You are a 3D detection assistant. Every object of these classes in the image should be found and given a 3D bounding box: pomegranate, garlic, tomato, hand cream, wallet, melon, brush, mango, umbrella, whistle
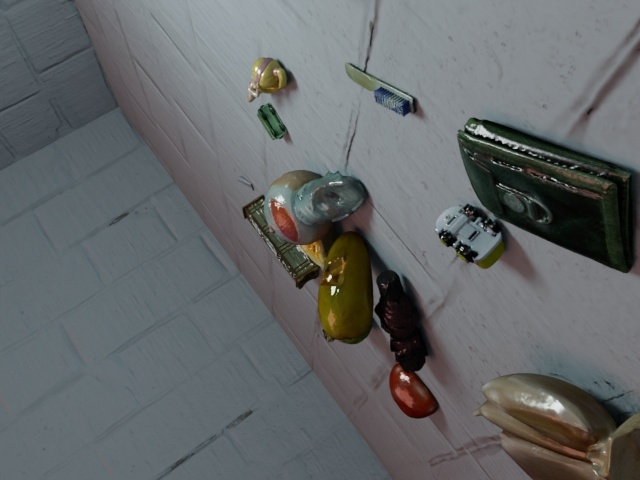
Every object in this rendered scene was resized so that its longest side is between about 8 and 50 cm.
[{"bbox_3d":[0.076,0.232,1.824,0.143,0.122,0.169,43,-165,26],"label":"pomegranate"},{"bbox_3d":[0.409,0.333,1.028,0.279,0.132,0.325,60,162,-12],"label":"garlic"},{"bbox_3d":[0.251,0.446,1.821,0.174,0.082,0.166,50,164,14],"label":"tomato"},{"bbox_3d":[-0.258,-0.201,2.177,0.093,0.019,0.030,33,151,40],"label":"hand cream"},{"bbox_3d":[0.278,-0.057,0.791,0.236,0.055,0.160,38,163,47],"label":"wallet"},{"bbox_3d":[0.000,0.000,1.651,0.160,0.079,0.128,19,130,58],"label":"melon"},{"bbox_3d":[0.089,-0.244,1.023,0.178,0.030,0.033,42,169,41],"label":"brush"},{"bbox_3d":[0.061,0.105,1.475,0.167,0.130,0.262,77,-164,-56],"label":"mango"},{"bbox_3d":[0.189,0.200,1.496,0.090,0.094,0.326,28,150,45],"label":"umbrella"},{"bbox_3d":[-0.022,-0.081,1.453,0.189,0.189,0.348,59,153,-10],"label":"whistle"}]

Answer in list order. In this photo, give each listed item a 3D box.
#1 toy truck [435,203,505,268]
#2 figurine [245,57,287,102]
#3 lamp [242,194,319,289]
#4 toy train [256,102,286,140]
[{"bbox_3d":[0.236,-0.005,0.996,0.111,0.076,0.077,44,180,40],"label":"toy truck"},{"bbox_3d":[-0.122,-0.345,1.382,0.083,0.083,0.187,57,158,-3],"label":"figurine"},{"bbox_3d":[-0.132,0.003,2.068,0.325,0.090,0.089,52,165,17],"label":"lamp"},{"bbox_3d":[-0.121,-0.289,1.544,0.093,0.038,0.056,58,171,-8],"label":"toy train"}]
